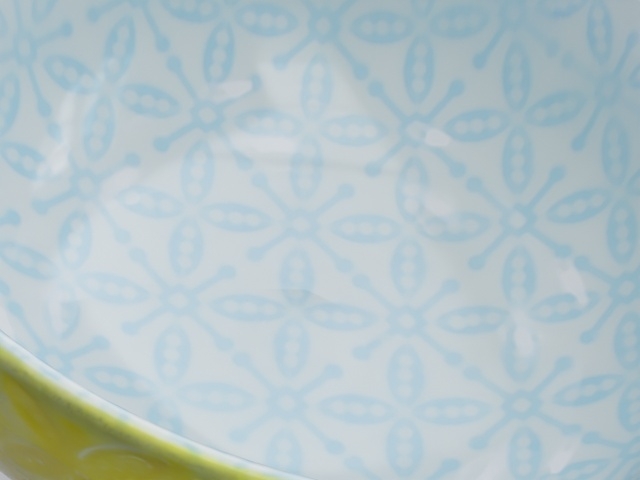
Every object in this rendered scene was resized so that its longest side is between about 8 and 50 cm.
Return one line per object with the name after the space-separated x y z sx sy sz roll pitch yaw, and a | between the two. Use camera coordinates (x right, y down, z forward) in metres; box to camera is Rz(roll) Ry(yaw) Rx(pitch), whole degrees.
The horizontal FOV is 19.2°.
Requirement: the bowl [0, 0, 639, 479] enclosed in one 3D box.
0.000 0.000 0.541 0.156 0.289 0.289 107 -22 -46 | bowl
